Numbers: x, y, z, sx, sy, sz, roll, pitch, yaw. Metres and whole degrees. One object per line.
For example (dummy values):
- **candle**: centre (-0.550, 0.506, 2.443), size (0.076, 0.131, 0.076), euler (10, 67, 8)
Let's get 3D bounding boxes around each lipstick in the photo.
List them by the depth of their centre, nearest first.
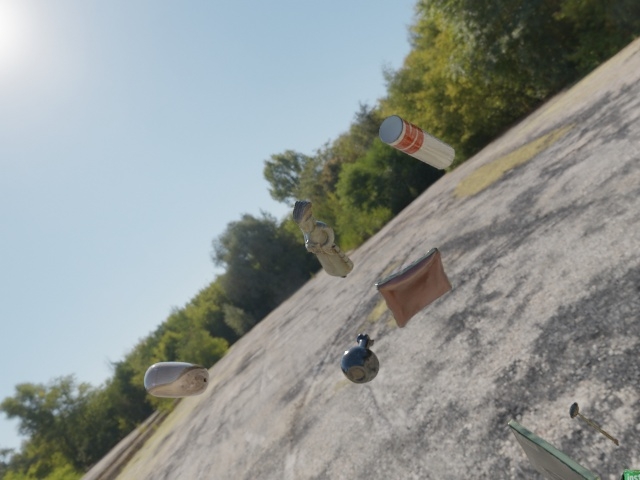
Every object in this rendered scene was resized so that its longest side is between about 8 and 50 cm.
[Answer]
- **lipstick**: centre (0.135, -0.132, 0.656), size (0.130, 0.038, 0.038), euler (13, -44, -44)

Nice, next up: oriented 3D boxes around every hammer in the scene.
- **hammer**: centre (0.466, 0.316, 0.813), size (0.029, 0.123, 0.014), euler (-59, 15, -23)

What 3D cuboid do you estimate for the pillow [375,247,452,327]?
- **pillow**: centre (0.234, 0.113, 1.184), size (0.179, 0.171, 0.075), euler (-34, 38, -5)

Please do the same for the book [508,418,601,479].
- **book**: centre (0.718, 0.685, 1.423), size (0.043, 0.371, 0.260), euler (-47, 39, -12)

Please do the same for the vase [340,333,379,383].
- **vase**: centre (0.131, 0.362, 1.502), size (0.120, 0.120, 0.183), euler (-41, 9, 27)

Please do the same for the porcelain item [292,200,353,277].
- **porcelain item**: centre (0.000, 0.000, 1.004), size (0.084, 0.213, 0.054), euler (5, 57, 32)

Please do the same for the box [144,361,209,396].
- **box**: centre (-0.373, 0.365, 1.255), size (0.146, 0.088, 0.200), euler (-1, -17, 4)

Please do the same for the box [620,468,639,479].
- **box**: centre (0.754, 0.521, 0.935), size (0.250, 0.180, 0.103), euler (-34, 29, 52)
